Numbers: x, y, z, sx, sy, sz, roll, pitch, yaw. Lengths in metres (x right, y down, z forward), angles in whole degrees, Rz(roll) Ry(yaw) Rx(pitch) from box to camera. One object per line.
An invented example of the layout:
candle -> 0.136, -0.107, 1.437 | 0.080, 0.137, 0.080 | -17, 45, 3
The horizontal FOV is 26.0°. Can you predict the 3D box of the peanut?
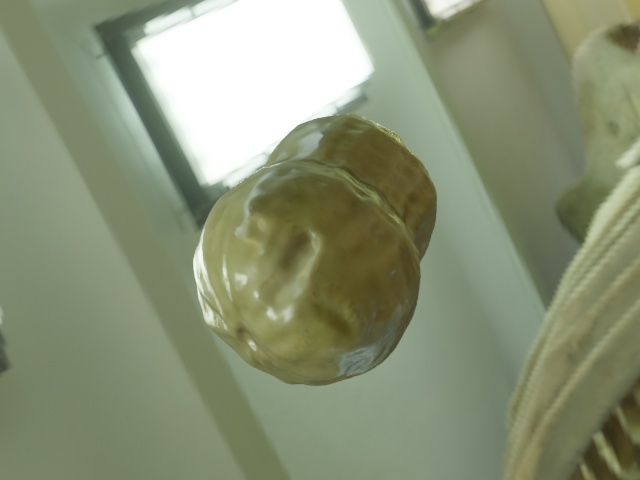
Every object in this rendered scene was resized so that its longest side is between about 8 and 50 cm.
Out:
peanut -> 0.000, 0.000, 0.752 | 0.123, 0.123, 0.256 | 61, -165, -11
